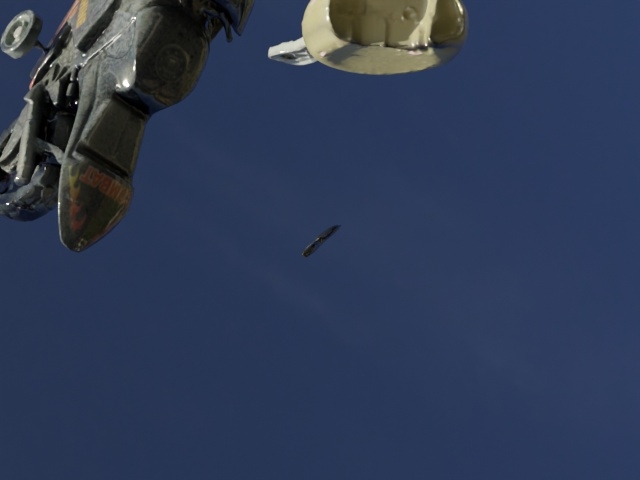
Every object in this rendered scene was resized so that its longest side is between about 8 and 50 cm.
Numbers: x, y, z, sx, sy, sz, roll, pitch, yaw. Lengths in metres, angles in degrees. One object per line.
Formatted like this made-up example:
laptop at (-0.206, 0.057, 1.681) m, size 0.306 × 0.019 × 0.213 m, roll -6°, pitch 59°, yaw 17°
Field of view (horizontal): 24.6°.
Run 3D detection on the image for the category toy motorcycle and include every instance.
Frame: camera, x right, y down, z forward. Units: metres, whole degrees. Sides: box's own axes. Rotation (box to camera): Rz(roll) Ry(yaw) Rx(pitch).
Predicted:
toy motorcycle at (-0.143, -0.140, 1.087) m, size 0.108 × 0.173 × 0.307 m, roll 35°, pitch -101°, yaw -40°

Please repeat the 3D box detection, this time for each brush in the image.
brush at (0.000, 0.000, 1.325) m, size 0.008 × 0.024 × 0.083 m, roll 58°, pitch -153°, yaw -5°

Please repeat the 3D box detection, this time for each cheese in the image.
cheese at (0.050, -0.211, 1.546) m, size 0.163 × 0.249 × 0.070 m, roll 7°, pitch -99°, yaw -16°
